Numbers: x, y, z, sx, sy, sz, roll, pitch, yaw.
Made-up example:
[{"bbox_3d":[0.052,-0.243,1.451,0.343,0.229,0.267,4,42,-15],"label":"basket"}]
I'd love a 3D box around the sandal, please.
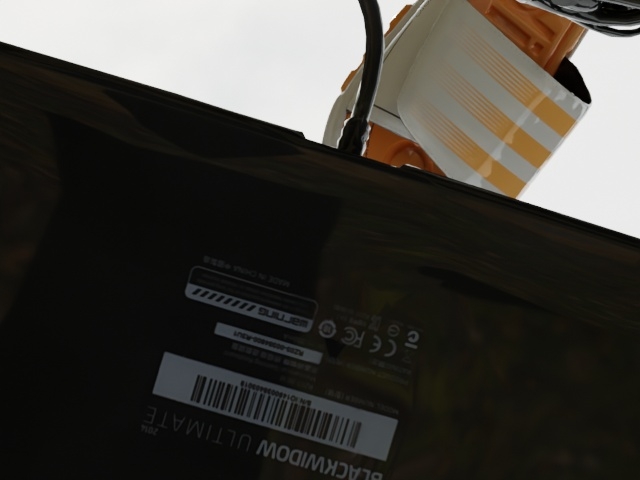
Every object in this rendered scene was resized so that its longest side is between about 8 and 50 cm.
[{"bbox_3d":[0.093,-0.099,0.751,0.265,0.102,0.076,-59,-159,0],"label":"sandal"}]

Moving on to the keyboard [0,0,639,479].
[{"bbox_3d":[0.000,0.000,0.368,0.317,0.033,0.201,17,-91,-7],"label":"keyboard"}]
